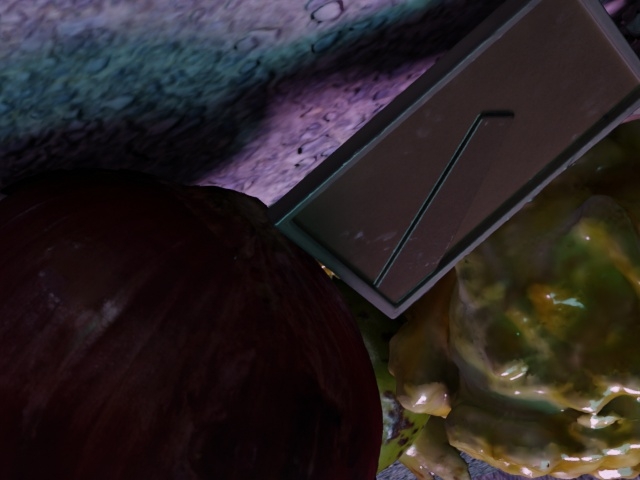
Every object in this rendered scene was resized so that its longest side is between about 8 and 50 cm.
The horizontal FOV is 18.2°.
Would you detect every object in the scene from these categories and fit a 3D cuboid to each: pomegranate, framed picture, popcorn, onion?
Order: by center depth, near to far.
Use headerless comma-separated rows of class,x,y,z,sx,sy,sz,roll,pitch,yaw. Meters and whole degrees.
framed picture,0.100,-0.061,1.312,0.250,0.016,0.184,-41,145,8
onion,-0.110,0.113,1.327,0.341,0.341,0.341,-18,166,-5
popcorn,0.222,0.056,1.658,0.336,0.279,0.274,-18,156,21
pomegranate,0.034,0.140,1.818,0.211,0.263,0.211,-43,-161,19

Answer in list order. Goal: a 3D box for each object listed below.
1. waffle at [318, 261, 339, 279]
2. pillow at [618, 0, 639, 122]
waffle,0.000,0.000,1.643,0.169,0.036,0.183,-5,159,-39
pillow,0.263,-0.152,1.389,0.135,0.049,0.248,-12,161,-24
